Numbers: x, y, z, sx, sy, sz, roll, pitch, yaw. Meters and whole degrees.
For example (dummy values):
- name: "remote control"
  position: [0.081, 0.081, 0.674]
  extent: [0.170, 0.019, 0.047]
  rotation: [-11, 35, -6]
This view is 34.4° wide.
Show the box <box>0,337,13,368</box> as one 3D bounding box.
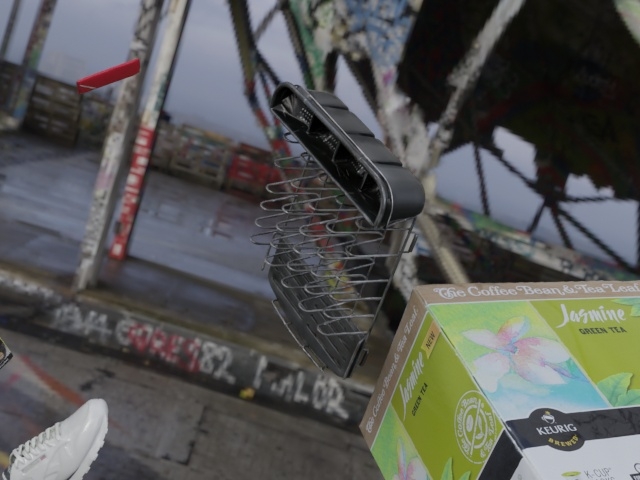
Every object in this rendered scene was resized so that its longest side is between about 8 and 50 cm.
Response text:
- name: "box"
  position: [-0.502, 0.126, 1.420]
  extent: [0.058, 0.087, 0.232]
  rotation: [34, -24, 21]

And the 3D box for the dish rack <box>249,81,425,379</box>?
- name: "dish rack"
  position: [0.000, 0.000, 1.050]
  extent: [0.074, 0.271, 0.208]
  rotation: [-5, 40, -33]

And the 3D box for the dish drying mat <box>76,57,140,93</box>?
- name: "dish drying mat"
  position: [-0.267, -0.206, 1.302]
  extent: [0.083, 0.008, 0.032]
  rotation: [-23, -18, -17]

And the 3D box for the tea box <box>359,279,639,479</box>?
- name: "tea box"
  position: [0.267, 0.221, 1.084]
  extent: [0.329, 0.220, 0.323]
  rotation: [0, 35, -26]

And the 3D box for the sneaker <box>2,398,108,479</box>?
- name: "sneaker"
  position: [-0.396, 0.319, 1.505]
  extent: [0.095, 0.235, 0.090]
  rotation: [35, 7, -19]
